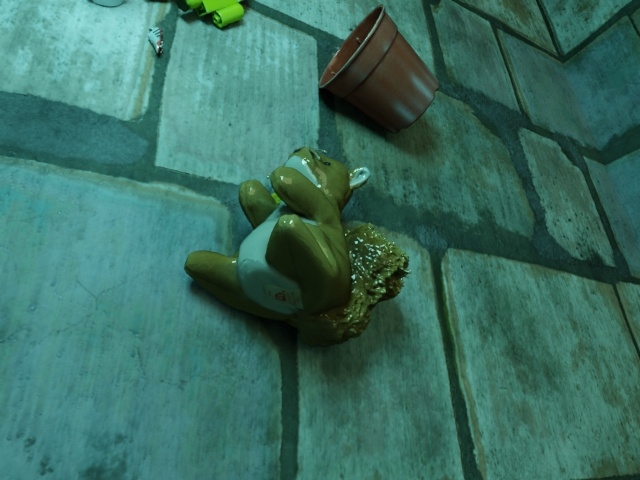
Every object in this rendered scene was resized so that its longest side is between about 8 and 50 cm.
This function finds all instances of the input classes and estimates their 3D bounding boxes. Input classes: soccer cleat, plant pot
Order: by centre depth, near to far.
[{"bbox_3d":[-0.398,-0.482,0.982,0.036,0.029,0.083,1,63,-21],"label":"soccer cleat"},{"bbox_3d":[0.180,-0.469,1.182,0.265,0.272,0.272,34,53,-21],"label":"plant pot"}]

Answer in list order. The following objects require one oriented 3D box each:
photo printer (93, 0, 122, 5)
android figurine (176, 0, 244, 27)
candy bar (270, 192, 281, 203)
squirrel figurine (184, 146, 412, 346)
[{"bbox_3d":[-0.493,-0.725,0.873,0.107,0.307,0.255,-23,79,-36],"label":"photo printer"},{"bbox_3d":[-0.283,-0.707,1.078,0.273,0.056,0.248,-43,127,-35],"label":"android figurine"},{"bbox_3d":[-0.109,-0.093,0.959,0.162,0.018,0.040,-26,85,-37],"label":"candy bar"},{"bbox_3d":[0.000,0.000,0.863,0.397,0.281,0.370,45,41,-21],"label":"squirrel figurine"}]
